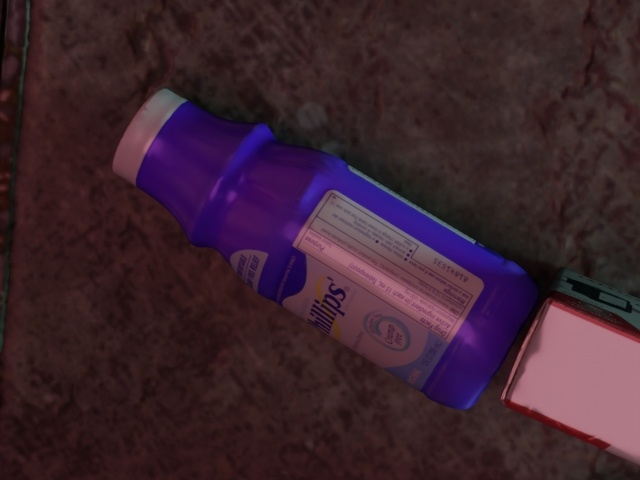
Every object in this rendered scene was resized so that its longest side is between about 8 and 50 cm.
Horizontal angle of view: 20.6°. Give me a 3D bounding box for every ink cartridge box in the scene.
[{"bbox_3d":[0.187,0.079,1.087,0.127,0.175,0.072,23,99,7],"label":"ink cartridge box"}]

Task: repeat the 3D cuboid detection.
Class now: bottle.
[{"bbox_3d":[0.000,0.000,1.142,0.283,0.118,0.092,31,66,5],"label":"bottle"}]
